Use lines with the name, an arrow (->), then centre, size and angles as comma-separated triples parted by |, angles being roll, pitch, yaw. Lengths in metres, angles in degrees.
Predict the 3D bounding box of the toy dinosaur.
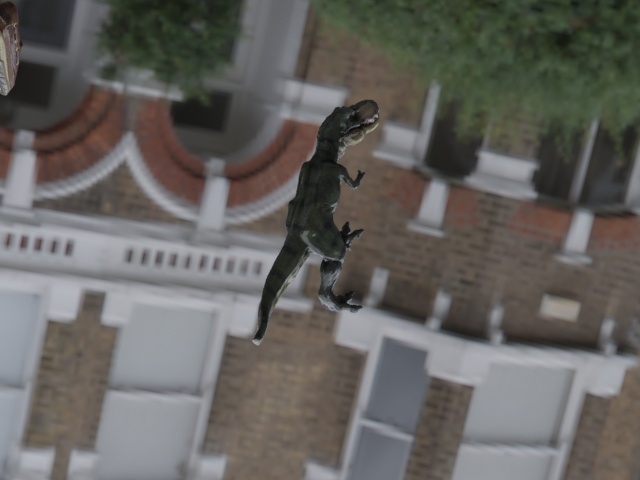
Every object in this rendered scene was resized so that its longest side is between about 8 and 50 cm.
toy dinosaur -> 0.000, 0.000, 1.364 | 0.064, 0.268, 0.118 | 4, 151, 31

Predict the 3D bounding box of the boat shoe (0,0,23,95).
boat shoe -> -0.408, -0.245, 1.902 | 0.064, 0.060, 0.178 | 40, 157, 8
